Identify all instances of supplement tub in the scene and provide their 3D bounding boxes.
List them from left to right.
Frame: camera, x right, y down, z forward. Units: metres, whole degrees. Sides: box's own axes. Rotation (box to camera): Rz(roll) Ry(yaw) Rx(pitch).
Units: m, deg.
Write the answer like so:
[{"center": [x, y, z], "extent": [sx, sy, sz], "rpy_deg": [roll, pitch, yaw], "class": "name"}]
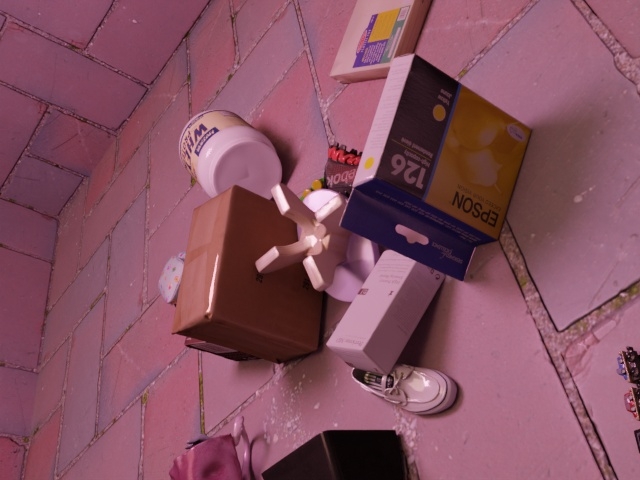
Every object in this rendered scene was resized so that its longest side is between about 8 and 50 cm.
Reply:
[{"center": [-0.261, -0.234, 2.032], "extent": [0.235, 0.236, 0.325], "rpy_deg": [-61, 33, 9], "class": "supplement tub"}]

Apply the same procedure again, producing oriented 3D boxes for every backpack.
[{"center": [-0.397, 0.121, 2.096], "extent": [0.188, 0.145, 0.165], "rpy_deg": [33, 103, 63], "class": "backpack"}]

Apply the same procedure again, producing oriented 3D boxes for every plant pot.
[{"center": [0.037, 0.449, 1.234], "extent": [0.188, 0.188, 0.166], "rpy_deg": [-42, 51, 33], "class": "plant pot"}]

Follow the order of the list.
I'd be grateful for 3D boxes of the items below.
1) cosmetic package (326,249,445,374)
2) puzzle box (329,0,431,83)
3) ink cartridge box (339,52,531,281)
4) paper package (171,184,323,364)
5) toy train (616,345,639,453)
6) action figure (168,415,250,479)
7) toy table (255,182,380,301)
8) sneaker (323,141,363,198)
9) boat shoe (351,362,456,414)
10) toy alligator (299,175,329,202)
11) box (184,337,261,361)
[{"center": [0.124, 0.130, 1.327], "extent": [0.117, 0.085, 0.231], "rpy_deg": [-3, 46, 55], "class": "cosmetic package"}, {"center": [0.180, -0.603, 1.803], "extent": [0.272, 0.052, 0.408], "rpy_deg": [13, 81, 57], "class": "puzzle box"}, {"center": [0.209, -0.115, 1.219], "extent": [0.072, 0.304, 0.307], "rpy_deg": [2, 73, 57], "class": "ink cartridge box"}, {"center": [-0.148, 0.085, 1.597], "extent": [0.168, 0.310, 0.324], "rpy_deg": [-25, 52, 44], "class": "paper package"}, {"center": [0.429, 0.219, 0.947], "extent": [0.036, 0.027, 0.158], "rpy_deg": [-44, 38, 49], "class": "toy train"}, {"center": [-0.193, 0.614, 1.510], "extent": [0.276, 0.248, 0.370], "rpy_deg": [-28, 44, -18], "class": "action figure"}, {"center": [0.000, 0.000, 1.493], "extent": [0.252, 0.161, 0.274], "rpy_deg": [-50, 58, 21], "class": "toy table"}, {"center": [0.091, -0.131, 1.592], "extent": [0.276, 0.098, 0.135], "rpy_deg": [31, 102, 55], "class": "sneaker"}, {"center": [0.142, 0.267, 1.282], "extent": [0.226, 0.076, 0.083], "rpy_deg": [-10, 62, 52], "class": "boat shoe"}, {"center": [-0.016, -0.107, 1.776], "extent": [0.190, 0.056, 0.051], "rpy_deg": [-43, 79, 32], "class": "toy alligator"}, {"center": [-0.211, 0.183, 1.759], "extent": [0.169, 0.167, 0.203], "rpy_deg": [-15, 58, 52], "class": "box"}]
